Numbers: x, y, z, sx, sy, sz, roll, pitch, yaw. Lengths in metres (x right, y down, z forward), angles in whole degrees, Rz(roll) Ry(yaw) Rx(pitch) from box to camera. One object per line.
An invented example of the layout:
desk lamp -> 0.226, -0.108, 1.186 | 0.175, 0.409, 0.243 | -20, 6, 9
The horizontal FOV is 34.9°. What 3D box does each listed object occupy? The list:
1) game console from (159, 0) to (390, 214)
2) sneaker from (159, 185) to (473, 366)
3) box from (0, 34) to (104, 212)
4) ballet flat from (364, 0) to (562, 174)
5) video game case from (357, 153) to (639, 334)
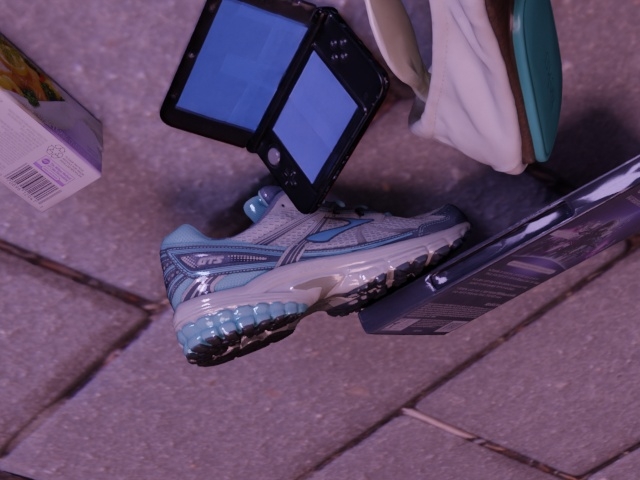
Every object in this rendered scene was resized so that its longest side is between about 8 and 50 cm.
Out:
game console -> -0.037, -0.102, 0.752 | 0.085, 0.124, 0.144 | -12, 146, -40
sneaker -> 0.000, 0.000, 0.850 | 0.283, 0.122, 0.110 | -17, 165, -27
box -> -0.273, -0.138, 0.677 | 0.067, 0.063, 0.324 | -29, 135, 18
ballet flat -> 0.080, -0.185, 0.629 | 0.139, 0.139, 0.400 | -13, 144, 3
video game case -> 0.187, 0.013, 0.899 | 0.274, 0.026, 0.196 | -32, 162, 21
